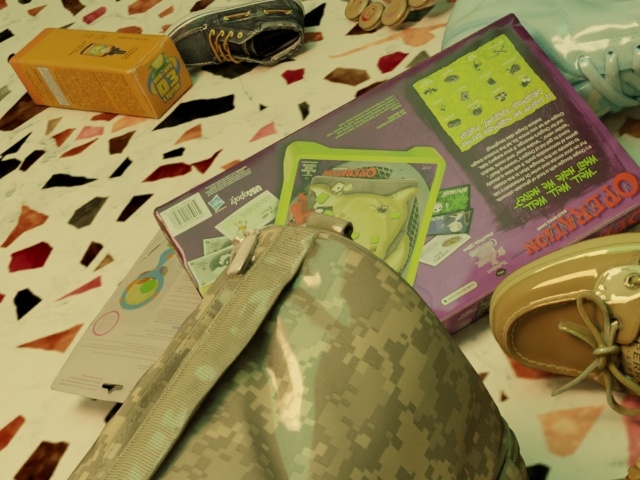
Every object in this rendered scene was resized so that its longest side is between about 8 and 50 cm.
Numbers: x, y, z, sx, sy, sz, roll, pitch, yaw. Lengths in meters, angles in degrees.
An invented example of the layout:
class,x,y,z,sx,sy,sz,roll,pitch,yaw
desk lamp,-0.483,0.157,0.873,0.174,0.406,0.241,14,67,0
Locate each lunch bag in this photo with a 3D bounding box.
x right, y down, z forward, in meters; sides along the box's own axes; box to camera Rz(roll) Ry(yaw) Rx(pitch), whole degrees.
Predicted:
class,x,y,z,sx,sy,sz,roll,pitch,yaw
lunch bag,-0.028,0.168,0.648,0.212,0.256,0.305,6,45,35

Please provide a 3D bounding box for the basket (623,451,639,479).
class,x,y,z,sx,sy,sz,roll,pitch,yaw
basket,0.283,0.119,0.519,0.223,0.299,0.213,29,82,6

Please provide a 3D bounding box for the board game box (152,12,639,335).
class,x,y,z,sx,sy,sz,roll,pitch,yaw
board game box,0.065,-0.022,0.937,0.347,0.056,0.208,-29,61,-7

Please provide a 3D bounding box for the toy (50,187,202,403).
class,x,y,z,sx,sy,sz,roll,pitch,yaw
toy,-0.113,0.052,1.012,0.137,0.056,0.237,2,52,38

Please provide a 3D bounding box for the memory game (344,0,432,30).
class,x,y,z,sx,sy,sz,roll,pitch,yaw
memory game,0.096,-0.318,1.343,0.186,0.012,0.186,-28,44,31

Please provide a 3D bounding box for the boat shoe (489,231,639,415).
class,x,y,z,sx,sy,sz,roll,pitch,yaw
boat shoe,0.245,0.058,0.759,0.285,0.104,0.089,-6,37,24

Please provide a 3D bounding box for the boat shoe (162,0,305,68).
class,x,y,z,sx,sy,sz,roll,pitch,yaw
boat shoe,-0.106,-0.234,1.367,0.183,0.065,0.083,-18,35,8

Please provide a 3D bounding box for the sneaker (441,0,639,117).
class,x,y,z,sx,sy,sz,roll,pitch,yaw
sneaker,0.258,-0.153,1.025,0.366,0.135,0.150,20,81,47

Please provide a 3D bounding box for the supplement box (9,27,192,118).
class,x,y,z,sx,sy,sz,roll,pitch,yaw
supplement box,-0.268,-0.204,1.417,0.233,0.080,0.078,10,49,41
